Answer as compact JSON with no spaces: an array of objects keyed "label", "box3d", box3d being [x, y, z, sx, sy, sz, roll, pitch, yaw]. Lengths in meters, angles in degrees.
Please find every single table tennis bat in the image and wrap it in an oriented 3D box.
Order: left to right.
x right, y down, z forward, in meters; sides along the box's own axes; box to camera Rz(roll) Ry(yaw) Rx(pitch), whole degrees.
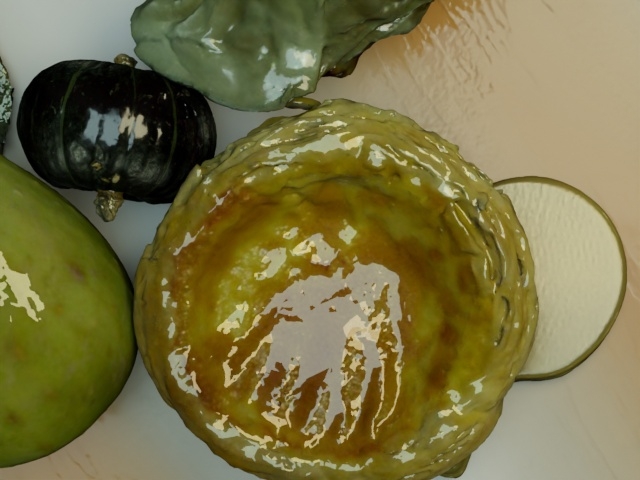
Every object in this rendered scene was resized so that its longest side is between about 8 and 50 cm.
[{"label":"table tennis bat","box3d":[0.182,0.089,1.657,0.198,0.050,0.320,25,89,6]}]

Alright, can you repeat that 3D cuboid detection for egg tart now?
[{"label":"egg tart","box3d":[0.018,0.053,1.581,0.388,0.169,0.387,1,96,6]}]

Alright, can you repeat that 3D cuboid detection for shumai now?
[{"label":"shumai","box3d":[-0.020,-0.251,1.524,0.288,0.330,0.292,-52,131,-14]}]

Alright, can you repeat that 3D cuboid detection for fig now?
[{"label":"fig","box3d":[-0.317,0.047,1.570,0.258,0.258,0.326,-20,112,4]}]

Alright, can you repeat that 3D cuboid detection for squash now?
[{"label":"squash","box3d":[-0.197,-0.105,1.608,0.193,0.193,0.155,0,109,3]}]

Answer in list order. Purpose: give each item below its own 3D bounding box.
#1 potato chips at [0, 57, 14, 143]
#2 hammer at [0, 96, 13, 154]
[{"label":"potato chips","box3d":[-0.423,-0.158,1.696,0.220,0.029,0.202,3,88,8]},{"label":"hammer","box3d":[-0.339,-0.060,1.702,0.062,0.017,0.182,13,91,3]}]
